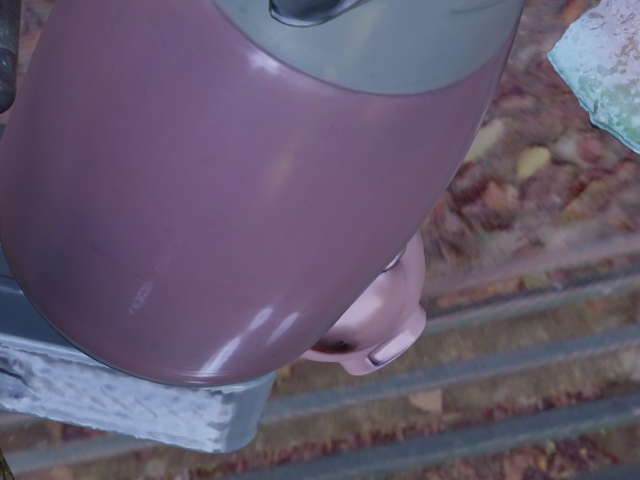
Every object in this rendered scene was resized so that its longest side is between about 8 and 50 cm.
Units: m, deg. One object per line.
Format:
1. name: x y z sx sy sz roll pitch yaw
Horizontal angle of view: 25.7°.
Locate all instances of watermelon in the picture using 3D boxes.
1. watermelon: 0.425 -0.223 1.487 0.264 0.151 0.302 37 111 11

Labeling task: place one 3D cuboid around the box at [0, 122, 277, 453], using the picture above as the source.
1. box: -0.228 0.028 1.420 0.395 0.397 0.111 13 121 -4

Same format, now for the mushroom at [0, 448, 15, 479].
1. mushroom: -0.149 0.106 0.399 0.217 0.292 0.212 18 74 18

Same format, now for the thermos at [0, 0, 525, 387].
1. thermos: -0.004 -0.072 0.432 0.146 0.265 0.176 31 59 -5

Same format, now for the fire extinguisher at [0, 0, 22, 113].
1. fire extinguisher: -0.344 -0.211 1.433 0.072 0.089 0.268 0 57 -6

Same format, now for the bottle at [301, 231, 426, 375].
1. bottle: 0.000 0.000 0.906 0.147 0.236 0.148 -2 107 -7
